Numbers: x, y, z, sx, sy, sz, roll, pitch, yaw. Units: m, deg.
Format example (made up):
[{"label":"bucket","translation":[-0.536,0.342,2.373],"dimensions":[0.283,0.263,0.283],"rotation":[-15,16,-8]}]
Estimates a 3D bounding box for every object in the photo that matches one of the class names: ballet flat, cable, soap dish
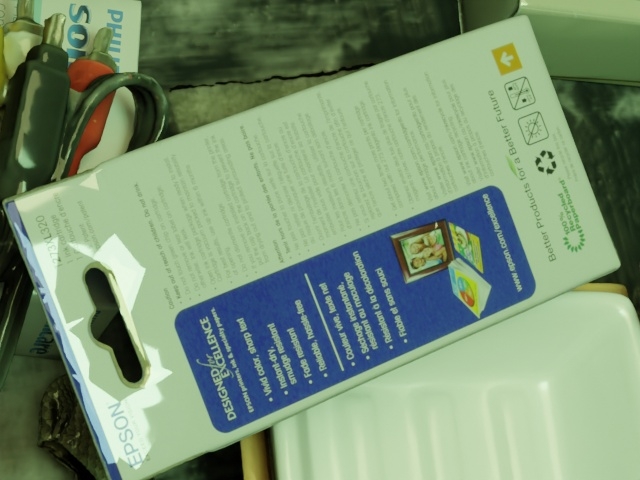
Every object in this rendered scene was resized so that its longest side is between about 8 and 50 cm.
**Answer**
[{"label":"ballet flat","translation":[-0.109,0.192,1.074],"dimensions":[0.058,0.084,0.250],"rotation":[-19,72,-34]},{"label":"cable","translation":[-0.178,-0.013,1.026],"dimensions":[0.139,0.072,0.287],"rotation":[20,76,-31]},{"label":"soap dish","translation":[0.081,0.144,1.140],"dimensions":[0.291,0.118,0.229],"rotation":[0,69,-19]}]

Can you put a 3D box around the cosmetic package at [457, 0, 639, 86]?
[{"label":"cosmetic package","translation":[0.266,-0.209,1.348],"dimensions":[0.309,0.113,0.160],"rotation":[4,68,-17]}]

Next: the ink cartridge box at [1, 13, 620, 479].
[{"label":"ink cartridge box","translation":[0.000,0.000,1.044],"dimensions":[0.371,0.069,0.176],"rotation":[-22,92,-28]}]

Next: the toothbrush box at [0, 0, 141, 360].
[{"label":"toothbrush box","translation":[-0.272,-0.055,1.094],"dimensions":[0.295,0.126,0.216],"rotation":[9,67,-17]}]
